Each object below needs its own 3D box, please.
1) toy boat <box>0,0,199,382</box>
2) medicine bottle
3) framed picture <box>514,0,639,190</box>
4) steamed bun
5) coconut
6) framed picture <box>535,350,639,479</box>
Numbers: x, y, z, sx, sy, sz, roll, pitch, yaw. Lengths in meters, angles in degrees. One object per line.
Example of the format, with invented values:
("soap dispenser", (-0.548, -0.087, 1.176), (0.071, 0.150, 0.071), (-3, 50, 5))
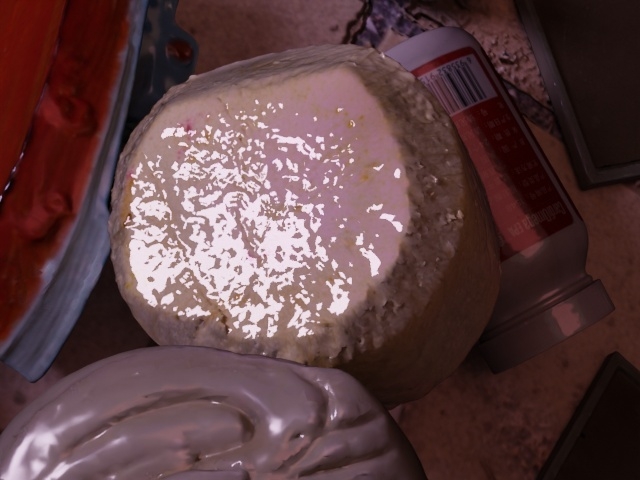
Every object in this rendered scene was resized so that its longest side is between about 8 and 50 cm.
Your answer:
("toy boat", (-0.170, -0.068, 0.785), (0.133, 0.145, 0.332), (32, 59, -39))
("medicine bottle", (0.117, -0.031, 0.884), (0.131, 0.131, 0.250), (-25, 82, -28))
("framed picture", (0.346, -0.186, 1.095), (0.335, 0.022, 0.247), (-11, 75, -25))
("steamed bun", (-0.089, 0.237, 0.633), (0.342, 0.255, 0.368), (-8, 93, -21))
("coconut", (0.000, 0.000, 0.753), (0.239, 0.244, 0.239), (-3, 77, 15))
("framed picture", (0.243, 0.236, 0.903), (0.184, 0.016, 0.250), (40, 62, -5))
